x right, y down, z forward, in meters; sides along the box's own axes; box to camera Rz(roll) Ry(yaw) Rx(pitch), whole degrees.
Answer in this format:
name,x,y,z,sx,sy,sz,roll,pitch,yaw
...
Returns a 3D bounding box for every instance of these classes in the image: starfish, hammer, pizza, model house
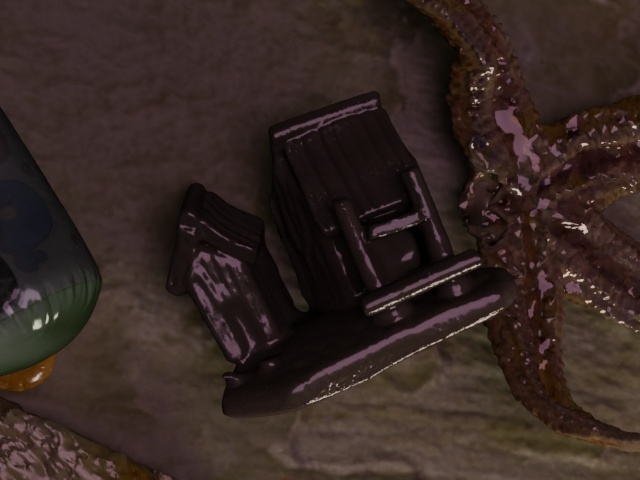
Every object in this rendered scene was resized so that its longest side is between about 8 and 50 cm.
name,x,y,z,sx,sy,sz,roll,pitch,yaw
starfish,0.213,-0.029,1.373,0.384,0.132,0.398,-1,77,-27
hammer,-0.325,0.045,1.181,0.336,0.119,0.206,-31,74,-5
pizza,-0.195,0.200,1.275,0.181,0.034,0.262,-40,102,-14
model house,0.002,0.004,1.287,0.229,0.122,0.188,-24,95,-2

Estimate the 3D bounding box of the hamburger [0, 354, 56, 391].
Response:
name,x,y,z,sx,sy,sz,roll,pitch,yaw
hamburger,-0.219,0.064,1.261,0.076,0.044,0.083,5,91,-18
